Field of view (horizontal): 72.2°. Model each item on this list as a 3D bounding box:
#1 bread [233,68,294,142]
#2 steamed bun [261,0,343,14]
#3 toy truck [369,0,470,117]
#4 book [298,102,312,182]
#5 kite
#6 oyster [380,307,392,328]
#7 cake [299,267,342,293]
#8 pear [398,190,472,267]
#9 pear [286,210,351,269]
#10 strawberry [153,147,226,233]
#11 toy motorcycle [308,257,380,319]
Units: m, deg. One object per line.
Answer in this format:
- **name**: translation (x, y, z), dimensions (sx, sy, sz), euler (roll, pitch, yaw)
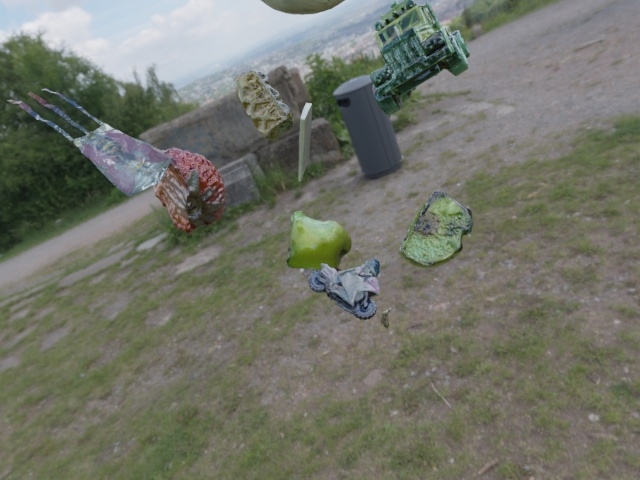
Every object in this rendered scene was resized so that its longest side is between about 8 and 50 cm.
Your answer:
- **bread**: translation (-0.210, -0.498, 1.588), dimensions (0.130, 0.267, 0.152), euler (-39, -8, 37)
- **steamed bun**: translation (-0.053, -0.824, 1.272), dimensions (0.334, 0.233, 0.312), euler (18, 56, 21)
- **toy truck**: translation (0.130, -0.280, 0.637), dimensions (0.128, 0.135, 0.259), euler (-25, 19, 28)
- **book**: translation (-0.053, -0.344, 1.510), dimensions (0.025, 0.214, 0.282), euler (4, 25, 1)
- **kite**: translation (-0.538, -0.244, 1.046), dimensions (0.022, 0.360, 0.204), euler (-49, 13, 36)
- **oyster**: translation (0.218, 0.264, 1.461), dimensions (0.034, 0.093, 0.051), euler (14, 25, 25)
- **cake**: translation (0.007, 0.148, 2.015), dimensions (0.135, 0.134, 0.147), euler (-53, 39, -2)
- **pear**: translation (0.354, -0.004, 1.418), dimensions (0.238, 0.164, 0.255), euler (-60, -5, -10)
- **pear**: translation (0.000, 0.000, 1.886), dimensions (0.282, 0.176, 0.286), euler (11, 25, -7)
- **strawberry**: translation (-0.425, -0.182, 1.407), dimensions (0.149, 0.265, 0.336), euler (-26, 43, -34)
- **toy motorcycle**: translation (0.103, 0.125, 1.394), dimensions (0.239, 0.108, 0.204), euler (35, 68, 12)
